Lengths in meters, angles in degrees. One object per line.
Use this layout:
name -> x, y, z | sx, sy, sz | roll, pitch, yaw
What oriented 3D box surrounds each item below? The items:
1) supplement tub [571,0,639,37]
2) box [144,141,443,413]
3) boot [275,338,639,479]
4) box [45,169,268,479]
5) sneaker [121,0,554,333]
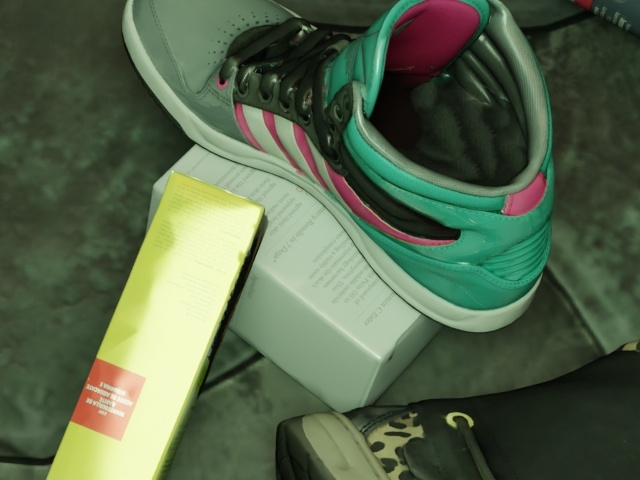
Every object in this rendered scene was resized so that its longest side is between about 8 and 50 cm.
supplement tub -> 0.302, -0.190, 1.283 | 0.272, 0.191, 0.191 | 29, 60, 6
box -> 0.000, 0.000, 1.175 | 0.170, 0.091, 0.130 | 38, 61, 11
boot -> 0.173, 0.193, 1.040 | 0.284, 0.138, 0.377 | -17, 41, -23
box -> -0.096, 0.081, 1.060 | 0.058, 0.087, 0.232 | 23, 87, 2
sneaker -> 0.014, -0.088, 1.070 | 0.295, 0.178, 0.124 | 38, 61, 12
